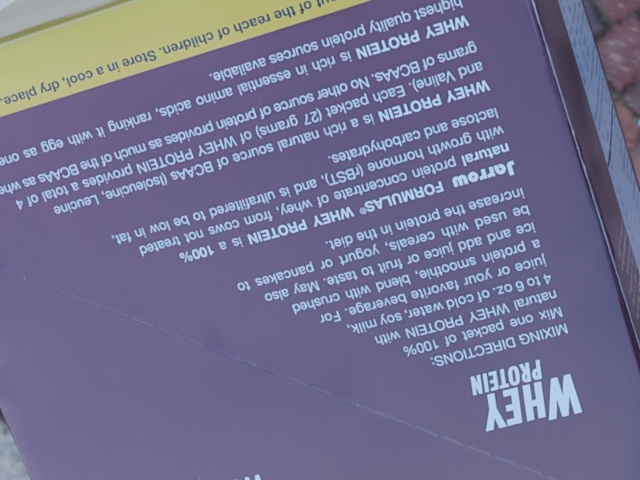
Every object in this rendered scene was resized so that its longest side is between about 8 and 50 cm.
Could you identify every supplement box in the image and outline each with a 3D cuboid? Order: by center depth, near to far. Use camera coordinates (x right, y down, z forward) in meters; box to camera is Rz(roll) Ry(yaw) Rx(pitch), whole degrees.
[{"bbox_3d":[0.000,0.000,0.548,0.191,0.129,0.194,-16,106,16],"label":"supplement box"}]
